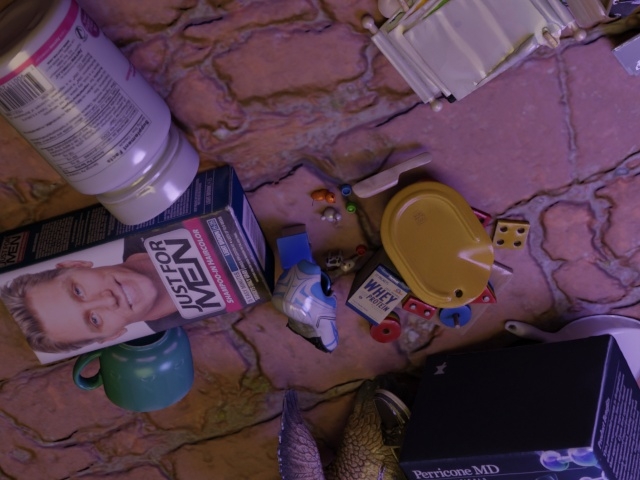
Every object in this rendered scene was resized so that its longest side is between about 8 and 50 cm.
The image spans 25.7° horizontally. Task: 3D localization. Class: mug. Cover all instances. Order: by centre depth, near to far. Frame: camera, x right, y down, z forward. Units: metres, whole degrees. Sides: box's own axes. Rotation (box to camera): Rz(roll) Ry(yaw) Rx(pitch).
[{"bbox_3d":[-0.258,0.169,1.976,0.158,0.129,0.097,-30,134,-32],"label":"mug"}]

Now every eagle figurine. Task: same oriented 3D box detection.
[{"bbox_3d":[0.009,0.358,2.110,0.225,0.226,0.298,27,129,3],"label":"eagle figurine"}]

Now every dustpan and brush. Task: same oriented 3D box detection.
[{"bbox_3d":[0.370,0.158,2.057,0.211,0.060,0.147,14,114,-20],"label":"dustpan and brush"}]

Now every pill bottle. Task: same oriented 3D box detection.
[{"bbox_3d":[-0.286,-0.159,1.716,0.160,0.160,0.283,-29,123,19],"label":"pill bottle"}]

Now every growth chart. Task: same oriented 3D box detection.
[{"bbox_3d":[0.177,-0.262,1.687,0.237,0.021,0.172,-27,100,29],"label":"growth chart"}]

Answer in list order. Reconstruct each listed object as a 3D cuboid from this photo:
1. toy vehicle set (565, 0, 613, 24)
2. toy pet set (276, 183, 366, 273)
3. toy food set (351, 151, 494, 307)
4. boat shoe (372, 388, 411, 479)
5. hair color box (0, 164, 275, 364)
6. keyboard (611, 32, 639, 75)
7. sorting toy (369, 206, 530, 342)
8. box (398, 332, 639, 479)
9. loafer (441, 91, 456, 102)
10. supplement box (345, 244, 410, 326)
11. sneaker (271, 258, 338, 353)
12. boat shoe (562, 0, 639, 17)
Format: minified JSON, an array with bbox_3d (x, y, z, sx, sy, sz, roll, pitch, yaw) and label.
[{"bbox_3d":[0.265,-0.393,1.555,0.035,0.166,0.267,-9,133,40],"label":"toy vehicle set"},{"bbox_3d":[0.000,0.000,1.908,0.114,0.065,0.122,-12,126,7],"label":"toy pet set"},{"bbox_3d":[0.144,-0.014,1.889,0.128,0.071,0.217,-32,98,-1],"label":"toy food set"},{"bbox_3d":[0.115,0.286,2.045,0.056,0.049,0.152,-5,120,55],"label":"boat shoe"},{"bbox_3d":[-0.252,0.037,1.902,0.347,0.105,0.173,-16,126,11],"label":"hair color box"},{"bbox_3d":[0.484,-0.282,1.729,0.256,0.014,0.072,-29,142,18],"label":"keyboard"},{"bbox_3d":[0.190,0.069,1.980,0.132,0.046,0.274,24,122,-19],"label":"sorting toy"},{"bbox_3d":[0.341,0.355,2.053,0.294,0.212,0.395,-10,129,30],"label":"box"},{"bbox_3d":[0.186,-0.249,1.737,0.061,0.062,0.170,30,120,4],"label":"loafer"},{"bbox_3d":[0.086,0.057,1.936,0.056,0.083,0.083,36,119,-7],"label":"supplement box"},{"bbox_3d":[-0.007,0.093,1.929,0.085,0.086,0.237,33,169,18],"label":"sneaker"},{"bbox_3d":[0.366,-0.304,1.687,0.229,0.080,0.076,-13,126,-1],"label":"boat shoe"}]
